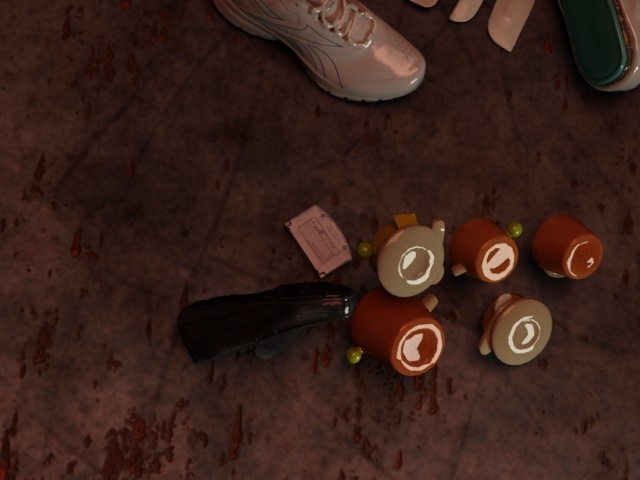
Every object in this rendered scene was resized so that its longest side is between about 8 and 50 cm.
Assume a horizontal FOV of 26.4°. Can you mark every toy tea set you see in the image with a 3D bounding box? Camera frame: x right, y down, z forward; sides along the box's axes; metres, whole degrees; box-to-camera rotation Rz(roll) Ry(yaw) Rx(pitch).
[{"bbox_3d":[0.175,0.050,1.638,0.336,0.124,0.200,-3,110,-26],"label":"toy tea set"}]

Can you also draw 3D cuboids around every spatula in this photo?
[{"bbox_3d":[0.224,-0.386,1.802,0.168,0.019,0.242,25,74,1],"label":"spatula"}]

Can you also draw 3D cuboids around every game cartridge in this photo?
[{"bbox_3d":[0.000,0.000,1.675,0.056,0.017,0.083,-32,81,-10],"label":"game cartridge"}]

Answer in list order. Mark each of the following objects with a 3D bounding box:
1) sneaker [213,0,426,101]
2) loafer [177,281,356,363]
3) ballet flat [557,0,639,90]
[{"bbox_3d":[-0.002,-0.272,1.687,0.297,0.129,0.111,28,72,-1],"label":"sneaker"},{"bbox_3d":[-0.059,0.097,1.580,0.223,0.076,0.078,-10,100,22],"label":"loafer"},{"bbox_3d":[0.357,-0.386,1.767,0.139,0.139,0.400,-13,85,-10],"label":"ballet flat"}]
